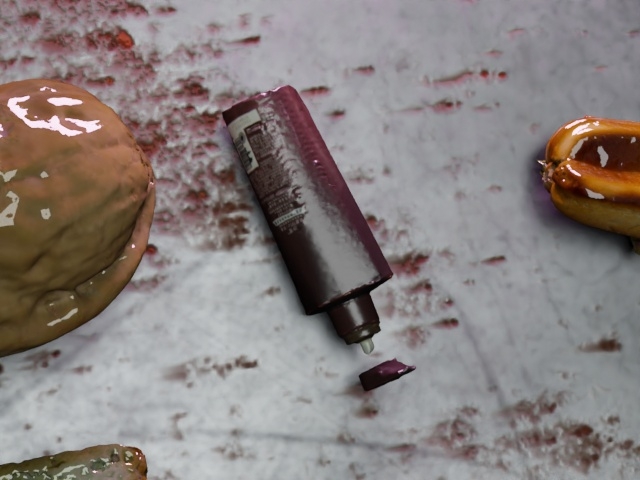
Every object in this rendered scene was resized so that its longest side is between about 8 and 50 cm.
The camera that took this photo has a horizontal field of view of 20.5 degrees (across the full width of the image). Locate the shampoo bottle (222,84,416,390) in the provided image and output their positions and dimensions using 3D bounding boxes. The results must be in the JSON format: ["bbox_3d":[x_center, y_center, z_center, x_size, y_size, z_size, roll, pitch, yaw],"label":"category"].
[{"bbox_3d":[0.002,-0.001,1.323,0.067,0.068,0.236,-23,86,-16],"label":"shampoo bottle"}]

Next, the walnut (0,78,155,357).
[{"bbox_3d":[-0.226,-0.013,1.218,0.245,0.198,0.198,-24,85,-22],"label":"walnut"}]

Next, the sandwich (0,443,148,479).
[{"bbox_3d":[-0.209,0.280,1.161,0.249,0.095,0.273,-8,58,-19],"label":"sandwich"}]

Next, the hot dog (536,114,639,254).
[{"bbox_3d":[0.294,-0.034,1.388,0.250,0.076,0.104,7,59,-13],"label":"hot dog"}]
